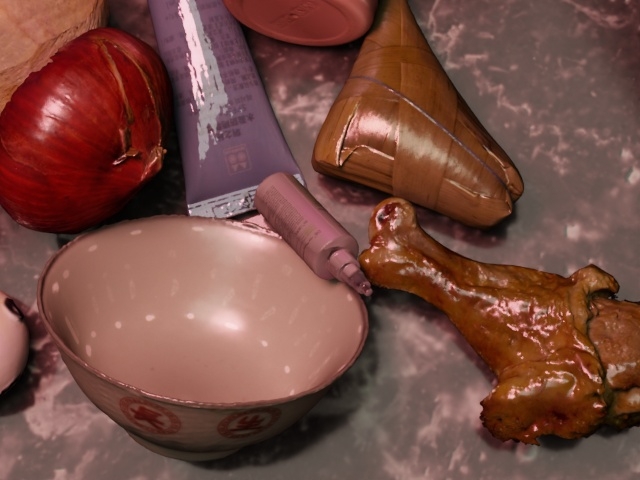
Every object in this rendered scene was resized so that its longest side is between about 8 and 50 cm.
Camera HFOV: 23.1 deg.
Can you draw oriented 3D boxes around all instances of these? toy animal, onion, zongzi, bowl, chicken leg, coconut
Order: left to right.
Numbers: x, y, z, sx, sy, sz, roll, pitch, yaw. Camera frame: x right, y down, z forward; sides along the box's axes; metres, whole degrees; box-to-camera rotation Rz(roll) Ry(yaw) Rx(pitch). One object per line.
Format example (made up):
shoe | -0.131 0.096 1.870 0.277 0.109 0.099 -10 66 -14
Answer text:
toy animal | -0.404 0.120 1.693 0.179 0.138 0.166 1 99 -3
coconut | -0.355 -0.234 1.708 0.237 0.237 0.197 -44 74 -5
onion | -0.245 -0.108 1.660 0.248 0.248 0.161 -40 88 -4
bowl | -0.130 0.123 1.623 0.337 0.337 0.157 16 121 7
zongzi | 0.134 -0.151 1.720 0.228 0.115 0.256 21 69 2
chicken leg | 0.202 0.103 1.640 0.361 0.140 0.211 16 59 8

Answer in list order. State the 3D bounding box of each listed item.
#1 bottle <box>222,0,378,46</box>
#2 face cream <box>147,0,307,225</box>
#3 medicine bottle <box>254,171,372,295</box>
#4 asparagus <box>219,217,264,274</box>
bottle | -0.016 -0.382 1.730 0.206 0.173 0.297 10 74 8
face cream | -0.132 -0.216 1.756 0.135 0.086 0.385 -16 86 -6
medicine bottle | 0.000 0.000 1.657 0.057 0.057 0.199 -40 47 -4
asparagus | -0.077 0.017 1.740 0.114 0.014 0.015 45 102 10
